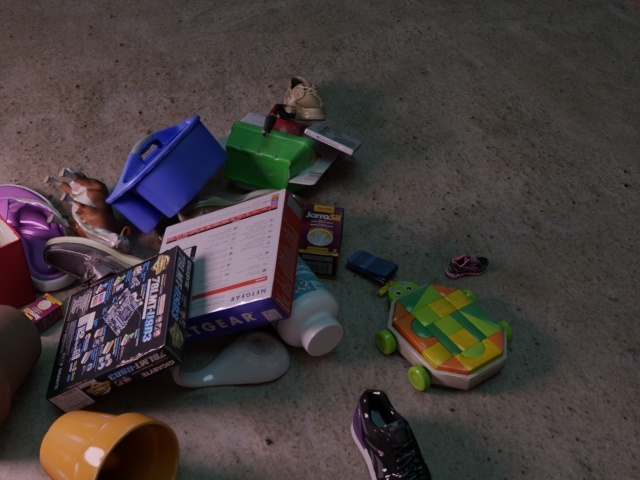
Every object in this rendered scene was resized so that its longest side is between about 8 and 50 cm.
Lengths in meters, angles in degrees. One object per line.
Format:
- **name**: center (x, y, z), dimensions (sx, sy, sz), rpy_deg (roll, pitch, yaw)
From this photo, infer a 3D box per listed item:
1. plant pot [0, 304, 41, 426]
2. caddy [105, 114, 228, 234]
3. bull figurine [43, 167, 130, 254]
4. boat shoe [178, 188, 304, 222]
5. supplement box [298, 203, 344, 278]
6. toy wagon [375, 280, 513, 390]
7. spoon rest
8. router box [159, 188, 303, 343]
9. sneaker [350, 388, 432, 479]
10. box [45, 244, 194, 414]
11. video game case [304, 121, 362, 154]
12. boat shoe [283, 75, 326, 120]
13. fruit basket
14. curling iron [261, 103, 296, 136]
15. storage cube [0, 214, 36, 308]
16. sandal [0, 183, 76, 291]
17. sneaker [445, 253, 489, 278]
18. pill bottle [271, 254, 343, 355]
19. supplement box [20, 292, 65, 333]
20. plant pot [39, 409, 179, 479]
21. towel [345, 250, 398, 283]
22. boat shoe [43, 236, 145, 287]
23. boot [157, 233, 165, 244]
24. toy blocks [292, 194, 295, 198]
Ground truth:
- **plant pot**: center (-0.672, 0.234, 1.517), dimensions (0.263, 0.263, 0.229), rpy_deg (15, 26, 11)
- **caddy**: center (-0.392, -0.180, 1.950), dimensions (0.179, 0.241, 0.341), rpy_deg (49, 42, -16)
- **bull figurine**: center (-0.571, -0.069, 1.924), dimensions (0.101, 0.188, 0.310), rpy_deg (-47, 39, 10)
- **boat shoe**: center (-0.190, -0.047, 1.965), dimensions (0.324, 0.123, 0.116), rpy_deg (-9, 62, -21)
- **supplement box**: center (0.000, 0.000, 1.944), dimensions (0.104, 0.081, 0.188), rpy_deg (6, 41, 2)
- **toy wagon**: center (0.254, 0.189, 1.765), dimensions (0.267, 0.068, 0.344), rpy_deg (-22, 48, -28)
- **spoon rest**: center (-0.194, 0.256, 1.656), dimensions (0.276, 0.084, 0.137), rpy_deg (-5, 42, -30)
- **router box**: center (-0.213, 0.062, 1.708), dimensions (0.335, 0.082, 0.301), rpy_deg (-16, 45, 24)
- **sneaker**: center (0.141, 0.405, 1.469), dimensions (0.107, 0.124, 0.283), rpy_deg (-17, 46, -22)
- **box**: center (-0.406, 0.178, 1.610), dimensions (0.293, 0.073, 0.295), rpy_deg (-24, 39, 15)
- **video game case**: center (0.038, -0.284, 2.161), dimensions (0.143, 0.019, 0.157), rpy_deg (25, 19, 4)
- **boat shoe**: center (-0.050, -0.425, 2.341), dimensions (0.109, 0.098, 0.302), rpy_deg (1, 22, -13)
- **fruit basket**: center (-0.116, -0.253, 2.197), dimensions (0.327, 0.165, 0.353), rpy_deg (16, 27, 11)
- **curling iron**: center (-0.120, -0.329, 2.122), dimensions (0.068, 0.035, 0.274), rpy_deg (13, 23, 6)
- **storage cube**: center (-0.771, 0.056, 1.725), dimensions (0.215, 0.193, 0.183), rpy_deg (-29, 52, -31)
- **sandal**: center (-0.705, -0.039, 1.903), dimensions (0.169, 0.102, 0.416), rpy_deg (-27, 52, -31)
- **sneaker**: center (0.367, 0.056, 1.935), dimensions (0.119, 0.057, 0.047), rpy_deg (-13, 42, -20)
- **pill bottle**: center (-0.057, 0.135, 1.738), dimensions (0.146, 0.146, 0.264), rpy_deg (-20, 48, -26)
- **supplement box**: center (-0.618, 0.164, 1.730), dimensions (0.055, 0.043, 0.083), rpy_deg (28, 47, 22)
- **plant pot**: center (-0.390, 0.392, 1.397), dimensions (0.188, 0.205, 0.205), rpy_deg (14, 40, 32)
- **towel**: center (0.126, 0.063, 1.916), dimensions (0.119, 0.029, 0.067), rpy_deg (22, 41, 31)
- **boat shoe**: center (-0.492, 0.074, 1.774), dimensions (0.285, 0.103, 0.092), rpy_deg (20, 46, -13)
- **boot**: center (-0.344, 0.030, 1.915), dimensions (0.106, 0.037, 0.114), rpy_deg (-6, 47, -9)
- **toy blocks**: center (-0.082, -0.025, 1.914), dimensions (0.054, 0.148, 0.123), rpy_deg (10, 41, 6)
